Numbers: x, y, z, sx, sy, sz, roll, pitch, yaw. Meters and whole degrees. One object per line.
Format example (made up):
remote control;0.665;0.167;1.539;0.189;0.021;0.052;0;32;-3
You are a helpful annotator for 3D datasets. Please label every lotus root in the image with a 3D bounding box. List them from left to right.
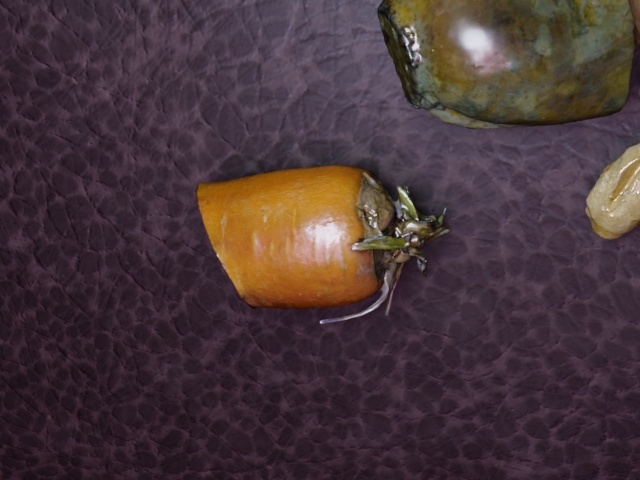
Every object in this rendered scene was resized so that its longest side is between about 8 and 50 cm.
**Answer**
lotus root;0.204;-0.256;1.103;0.260;0.149;0.267;-9;97;-6

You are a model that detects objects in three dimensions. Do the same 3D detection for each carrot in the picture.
carrot;0.000;0.000;1.310;0.331;0.193;0.214;-8;69;16

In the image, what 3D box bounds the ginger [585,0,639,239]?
ginger;0.495;-0.156;1.140;0.363;0.122;0.348;4;122;26
